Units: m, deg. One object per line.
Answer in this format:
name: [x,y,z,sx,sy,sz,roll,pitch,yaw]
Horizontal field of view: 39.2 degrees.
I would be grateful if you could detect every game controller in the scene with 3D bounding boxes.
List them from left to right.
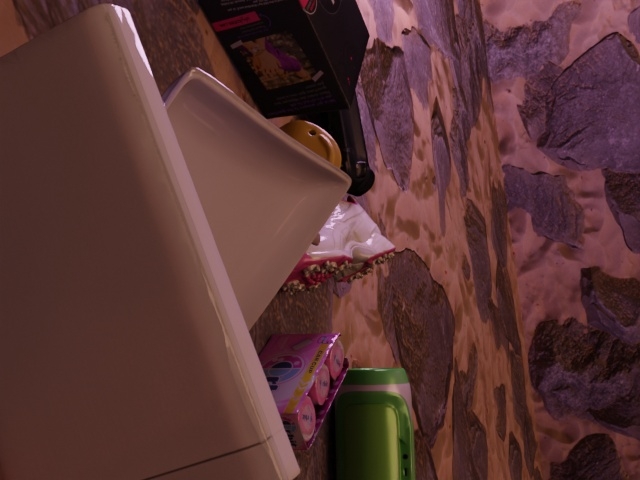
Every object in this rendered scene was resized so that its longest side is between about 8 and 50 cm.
game controller: [0.030,-0.232,1.478,0.166,0.067,0.319,28,52,-79]

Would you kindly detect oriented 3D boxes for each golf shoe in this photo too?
golf shoe: [0.000,0.000,1.374,0.306,0.115,0.140,-7,67,-63]

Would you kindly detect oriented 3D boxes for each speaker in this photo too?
speaker: [0.088,0.357,1.453,0.131,0.131,0.296,14,74,-65]

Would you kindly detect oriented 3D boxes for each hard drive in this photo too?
hard drive: [-0.181,0.039,0.664,0.047,0.233,0.353,-13,82,-69]

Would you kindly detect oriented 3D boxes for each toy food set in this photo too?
toy food set: [-0.046,-0.074,1.276,0.071,0.128,0.218,113,-8,-50]

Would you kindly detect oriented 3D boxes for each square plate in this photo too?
square plate: [-0.144,0.025,0.898,0.347,0.049,0.344,-54,153,5]

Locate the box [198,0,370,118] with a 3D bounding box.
box: [-0.049,-0.322,1.238,0.270,0.143,0.165,60,35,-45]

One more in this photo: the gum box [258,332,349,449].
gum box: [-0.040,0.197,1.216,0.188,0.107,0.062,-57,137,-54]
